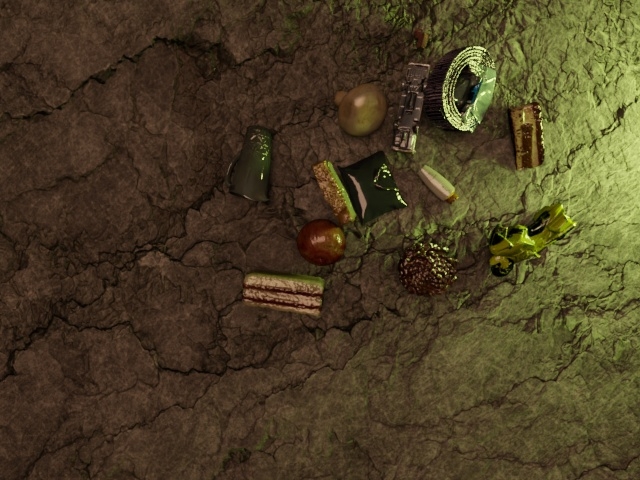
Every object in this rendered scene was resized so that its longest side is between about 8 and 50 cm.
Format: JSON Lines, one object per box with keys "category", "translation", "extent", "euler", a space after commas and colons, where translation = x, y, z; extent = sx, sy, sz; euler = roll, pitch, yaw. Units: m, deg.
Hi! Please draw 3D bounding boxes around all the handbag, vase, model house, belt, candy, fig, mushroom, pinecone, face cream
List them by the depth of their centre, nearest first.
{"category": "belt", "translation": [0.524, -0.563, 1.685], "extent": [0.260, 0.122, 0.324], "euler": [31, 83, -30]}
{"category": "pinecone", "translation": [0.390, 0.102, 1.711], "extent": [0.222, 0.221, 0.221], "euler": [0, 91, 6]}
{"category": "mushroom", "translation": [0.154, -0.501, 1.754], "extent": [0.207, 0.209, 0.206], "euler": [-5, 103, -22]}
{"category": "fig", "translation": [0.001, 0.000, 1.766], "extent": [0.205, 0.205, 0.205], "euler": [0, 91, 6]}
{"category": "handbag", "translation": [0.205, -0.209, 1.768], "extent": [0.211, 0.089, 0.254], "euler": [-21, 86, -14]}
{"category": "model house", "translation": [0.390, -0.789, 1.770], "extent": [0.057, 0.058, 0.083], "euler": [15, 92, 6]}
{"category": "face cream", "translation": [0.461, -0.218, 1.772], "extent": [0.182, 0.051, 0.072], "euler": [45, 91, 3]}
{"category": "candy", "translation": [-0.140, 0.197, 1.777], "extent": [0.321, 0.179, 0.135], "euler": [9, 93, 6]}
{"category": "vase", "translation": [-0.277, -0.302, 1.814], "extent": [0.251, 0.156, 0.300], "euler": [7, 85, 31]}

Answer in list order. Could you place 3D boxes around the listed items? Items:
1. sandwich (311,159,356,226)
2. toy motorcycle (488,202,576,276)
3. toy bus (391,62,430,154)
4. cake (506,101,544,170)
{"category": "sandwich", "translation": [0.056, -0.176, 1.728], "extent": [0.087, 0.226, 0.251], "euler": [-25, 89, 3]}
{"category": "toy motorcycle", "translation": [0.769, -0.015, 1.701], "extent": [0.342, 0.142, 0.206], "euler": [-34, 125, 5]}
{"category": "toy bus", "translation": [0.345, -0.501, 1.738], "extent": [0.097, 0.138, 0.342], "euler": [11, 90, 11]}
{"category": "cake", "translation": [0.791, -0.410, 1.742], "extent": [0.112, 0.135, 0.245], "euler": [-11, 119, 18]}
